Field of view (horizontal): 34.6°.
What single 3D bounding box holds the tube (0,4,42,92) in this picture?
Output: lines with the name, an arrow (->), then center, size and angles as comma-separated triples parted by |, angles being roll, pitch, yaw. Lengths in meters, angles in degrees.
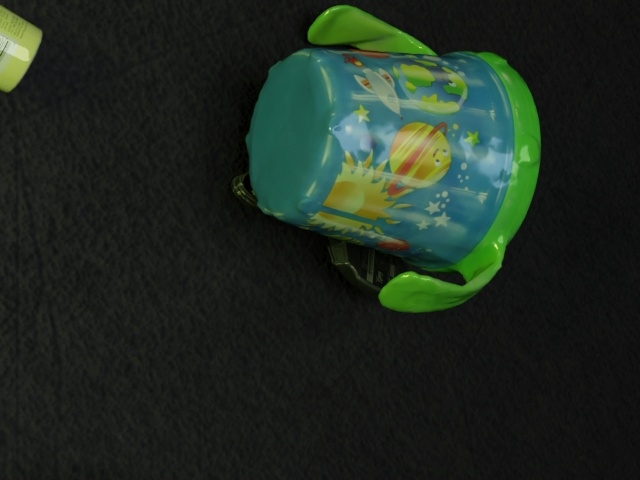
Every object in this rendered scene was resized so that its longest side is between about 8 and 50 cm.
tube -> -0.336, -0.200, 0.796 | 0.240, 0.062, 0.070 | 28, 28, -29

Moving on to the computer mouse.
computer mouse -> 0.000, 0.000, 1.086 | 0.242, 0.041, 0.071 | 34, 44, -25

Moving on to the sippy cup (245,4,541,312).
sippy cup -> 0.057, -0.089, 1.016 | 0.224, 0.305, 0.240 | 6, 110, -32
